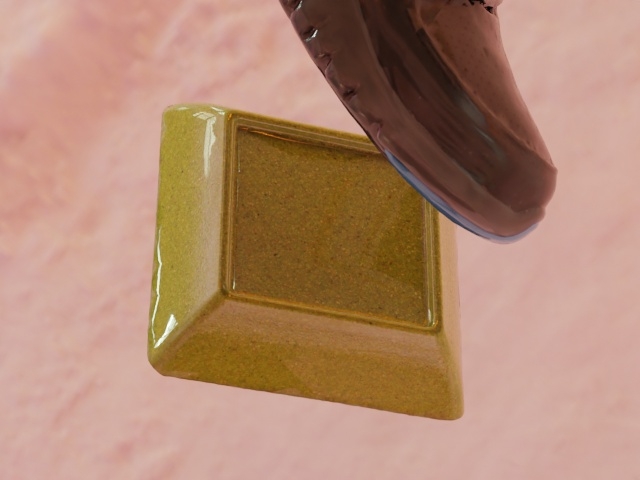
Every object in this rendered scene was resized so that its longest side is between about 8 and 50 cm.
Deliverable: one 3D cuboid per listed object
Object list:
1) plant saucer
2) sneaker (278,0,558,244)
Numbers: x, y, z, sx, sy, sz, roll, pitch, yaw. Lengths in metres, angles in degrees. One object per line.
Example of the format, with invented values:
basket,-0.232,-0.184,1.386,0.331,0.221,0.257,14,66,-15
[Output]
plant saucer,0.000,0.000,1.099,0.188,0.045,0.188,10,55,-14
sneaker,0.033,-0.163,0.851,0.139,0.125,0.341,-28,87,6
